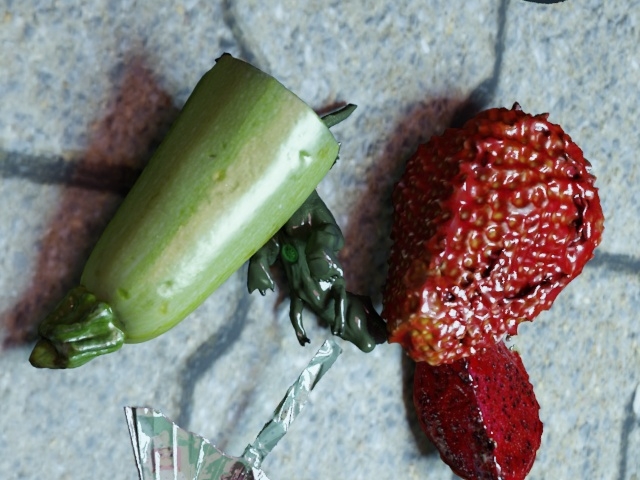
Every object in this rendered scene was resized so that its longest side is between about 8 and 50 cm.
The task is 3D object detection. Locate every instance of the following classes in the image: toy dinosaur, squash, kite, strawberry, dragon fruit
[{"bbox_3d":[0.000,0.000,1.538,0.179,0.087,0.187,-73,149,-54],"label":"toy dinosaur"},{"bbox_3d":[-0.114,0.004,1.418,0.137,0.137,0.287,41,80,-27],"label":"squash"},{"bbox_3d":[-0.059,0.186,1.470,0.229,0.012,0.250,34,83,-18],"label":"kite"},{"bbox_3d":[0.157,-0.020,1.550,0.188,0.106,0.286,33,55,-2],"label":"strawberry"},{"bbox_3d":[0.140,0.147,1.599,0.106,0.083,0.162,-10,77,-52],"label":"dragon fruit"}]

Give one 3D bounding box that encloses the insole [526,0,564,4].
[{"bbox_3d":[0.190,-0.259,1.663,0.232,0.003,0.080,-8,105,-37],"label":"insole"}]
